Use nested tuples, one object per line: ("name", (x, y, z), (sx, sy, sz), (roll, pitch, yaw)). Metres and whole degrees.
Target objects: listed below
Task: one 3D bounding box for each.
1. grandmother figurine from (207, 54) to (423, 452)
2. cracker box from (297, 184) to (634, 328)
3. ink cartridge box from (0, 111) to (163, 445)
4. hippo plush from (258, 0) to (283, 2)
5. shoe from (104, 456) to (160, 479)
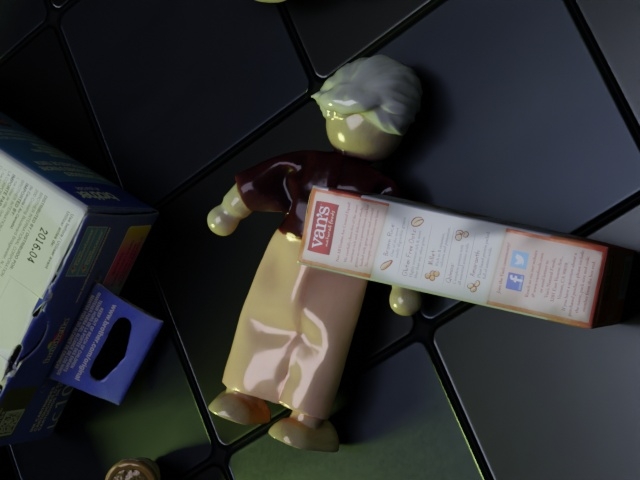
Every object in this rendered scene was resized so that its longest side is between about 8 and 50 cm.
("grandmother figurine", (0.000, 0.000, 1.454), (0.207, 0.104, 0.342), (20, 95, 7))
("cracker box", (0.116, 0.012, 1.291), (0.232, 0.155, 0.067), (12, 93, 17))
("ink cartridge box", (-0.345, 0.020, 1.625), (0.395, 0.151, 0.270), (33, 103, 21))
("hippo plush", (-0.064, -0.364, 1.456), (0.234, 0.294, 0.237), (144, 135, -61))
("shoe", (-0.174, 0.312, 1.572), (0.076, 0.058, 0.219), (4, 92, 4))
